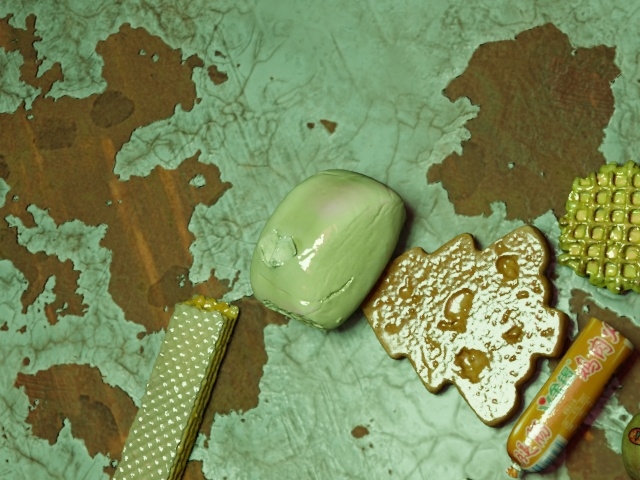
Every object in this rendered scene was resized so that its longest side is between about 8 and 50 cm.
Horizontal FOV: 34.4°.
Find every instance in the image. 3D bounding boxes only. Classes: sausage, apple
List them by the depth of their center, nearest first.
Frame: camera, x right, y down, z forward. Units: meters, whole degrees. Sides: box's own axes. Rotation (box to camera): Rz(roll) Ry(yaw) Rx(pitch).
[{"bbox_3d":[0.436,0.264,1.272,0.126,0.126,0.102,10,54,21],"label":"apple"},{"bbox_3d":[0.317,0.214,1.353,0.071,0.071,0.234,34,87,24],"label":"sausage"}]

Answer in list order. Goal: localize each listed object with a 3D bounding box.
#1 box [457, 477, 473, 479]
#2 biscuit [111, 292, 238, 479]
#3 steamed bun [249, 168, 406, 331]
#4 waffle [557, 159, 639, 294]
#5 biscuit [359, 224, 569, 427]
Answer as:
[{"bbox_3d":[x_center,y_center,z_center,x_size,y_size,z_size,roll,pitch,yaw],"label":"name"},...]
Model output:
[{"bbox_3d":[0.108,0.433,1.361,0.259,0.071,0.168,-23,69,12],"label":"box"},{"bbox_3d":[-0.222,0.262,1.531,0.094,0.054,0.378,16,80,22],"label":"biscuit"},{"bbox_3d":[0.000,0.000,1.459,0.170,0.153,0.238,25,83,43],"label":"steamed bun"},{"bbox_3d":[0.411,-0.018,1.405,0.191,0.038,0.191,-5,73,18],"label":"waffle"},{"bbox_3d":[0.191,0.100,1.444,0.306,0.043,0.283,12,82,24],"label":"biscuit"}]
